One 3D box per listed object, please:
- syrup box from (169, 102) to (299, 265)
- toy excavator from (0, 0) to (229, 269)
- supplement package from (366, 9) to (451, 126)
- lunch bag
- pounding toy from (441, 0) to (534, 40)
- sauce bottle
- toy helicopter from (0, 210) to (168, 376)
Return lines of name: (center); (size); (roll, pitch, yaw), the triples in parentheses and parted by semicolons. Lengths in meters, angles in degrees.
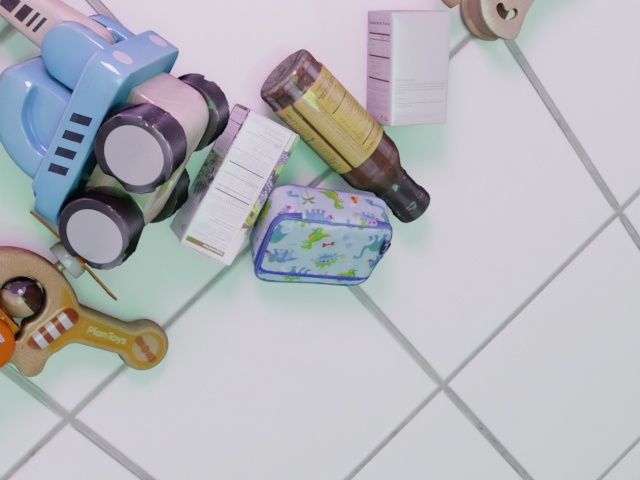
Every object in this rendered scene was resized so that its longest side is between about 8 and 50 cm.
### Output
syrup box: (-0.139, -0.090, 1.255); (0.096, 0.093, 0.237); (26, 96, -25)
toy excavator: (-0.344, -0.247, 1.056); (0.445, 0.222, 0.433); (33, 119, -3)
supplement package: (0.142, -0.285, 1.294); (0.105, 0.105, 0.179); (-5, 108, -18)
lunch bag: (0.000, 0.000, 1.306); (0.219, 0.090, 0.176); (6, 138, -22)
pounding toy: (0.323, -0.417, 1.294); (0.269, 0.155, 0.154); (-28, 109, -11)
sauce bottle: (0.051, -0.158, 1.297); (0.111, 0.111, 0.344); (-47, 117, -2)
toy helicopter: (-0.387, 0.107, 1.225); (0.355, 0.140, 0.235); (26, 87, -36)
